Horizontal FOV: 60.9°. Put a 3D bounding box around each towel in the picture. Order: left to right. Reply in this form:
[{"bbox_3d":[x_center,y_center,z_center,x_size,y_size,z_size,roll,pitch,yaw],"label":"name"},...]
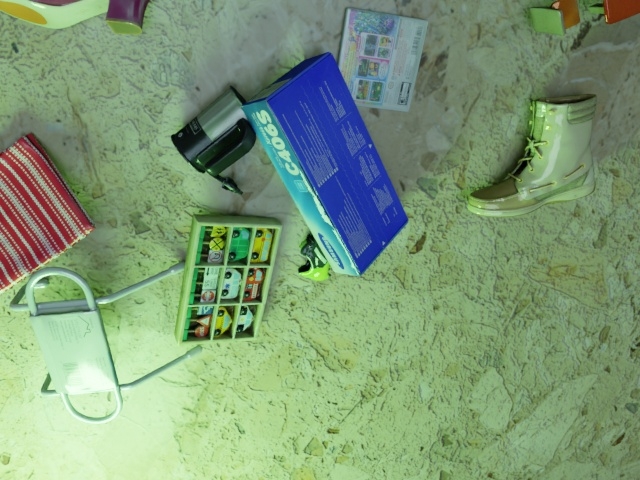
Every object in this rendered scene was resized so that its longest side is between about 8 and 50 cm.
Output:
[{"bbox_3d":[-0.546,-0.027,0.925,0.275,0.031,0.199,-33,95,6],"label":"towel"}]

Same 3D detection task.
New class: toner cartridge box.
[{"bbox_3d":[0.021,-0.123,0.941,0.165,0.075,0.348,-44,120,-29],"label":"toner cartridge box"}]

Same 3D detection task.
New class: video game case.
[{"bbox_3d":[0.101,-0.310,0.944,0.143,0.019,0.157,4,116,-11],"label":"video game case"}]

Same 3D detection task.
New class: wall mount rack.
[{"bbox_3d":[-0.399,0.175,1.041,0.304,0.130,0.350,-5,117,-3],"label":"wall mount rack"}]

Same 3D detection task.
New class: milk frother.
[{"bbox_3d":[-0.154,-0.163,0.940,0.135,0.129,0.143,-37,159,9],"label":"milk frother"}]

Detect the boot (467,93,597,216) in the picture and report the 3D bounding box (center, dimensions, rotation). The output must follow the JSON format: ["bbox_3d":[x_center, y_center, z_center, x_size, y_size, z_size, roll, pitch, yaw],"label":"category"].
[{"bbox_3d":[0.397,-0.160,1.025,0.262,0.095,0.203,-13,118,-5],"label":"boot"}]

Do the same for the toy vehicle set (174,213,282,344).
[{"bbox_3d":[-0.180,0.079,1.049,0.166,0.035,0.267,1,117,-29],"label":"toy vehicle set"}]

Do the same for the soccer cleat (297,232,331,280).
[{"bbox_3d":[0.000,0.000,1.057,0.072,0.060,0.179,9,116,-10],"label":"soccer cleat"}]

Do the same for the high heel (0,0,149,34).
[{"bbox_3d":[-0.374,-0.384,0.809,0.244,0.082,0.117,7,83,2],"label":"high heel"}]

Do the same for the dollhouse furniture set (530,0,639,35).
[{"bbox_3d":[0.458,-0.469,0.826,0.262,0.135,0.259,-22,117,3],"label":"dollhouse furniture set"}]
